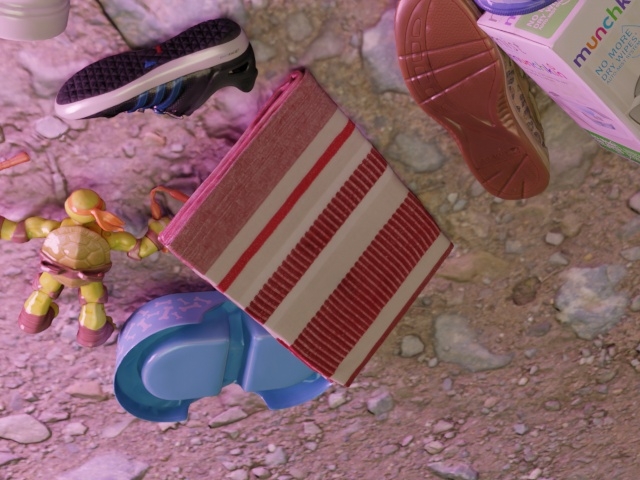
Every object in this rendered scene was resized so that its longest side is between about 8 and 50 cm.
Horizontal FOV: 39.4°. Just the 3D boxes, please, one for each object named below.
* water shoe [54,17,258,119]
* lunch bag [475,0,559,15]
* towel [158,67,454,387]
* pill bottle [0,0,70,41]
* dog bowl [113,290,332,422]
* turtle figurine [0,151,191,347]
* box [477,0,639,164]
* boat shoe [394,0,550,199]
[{"bbox_3d":[-0.160,-0.147,0.884,0.203,0.073,0.080,-19,133,4],"label":"water shoe"},{"bbox_3d":[0.210,-0.343,0.709,0.303,0.243,0.115,-30,153,11],"label":"lunch bag"},{"bbox_3d":[0.000,0.000,1.009,0.237,0.037,0.329,-51,128,-8],"label":"towel"},{"bbox_3d":[-0.229,-0.295,0.697,0.146,0.146,0.264,8,127,-18],"label":"pill bottle"},{"bbox_3d":[-0.111,0.134,1.102,0.297,0.074,0.166,-3,129,-22],"label":"dog bowl"},{"bbox_3d":[-0.257,0.022,0.991,0.269,0.087,0.217,5,128,-18],"label":"turtle figurine"},{"bbox_3d":[0.321,-0.234,0.843,0.231,0.127,0.262,35,95,-33],"label":"box"},{"bbox_3d":[0.165,-0.166,0.945,0.104,0.089,0.285,-9,133,30],"label":"boat shoe"}]
